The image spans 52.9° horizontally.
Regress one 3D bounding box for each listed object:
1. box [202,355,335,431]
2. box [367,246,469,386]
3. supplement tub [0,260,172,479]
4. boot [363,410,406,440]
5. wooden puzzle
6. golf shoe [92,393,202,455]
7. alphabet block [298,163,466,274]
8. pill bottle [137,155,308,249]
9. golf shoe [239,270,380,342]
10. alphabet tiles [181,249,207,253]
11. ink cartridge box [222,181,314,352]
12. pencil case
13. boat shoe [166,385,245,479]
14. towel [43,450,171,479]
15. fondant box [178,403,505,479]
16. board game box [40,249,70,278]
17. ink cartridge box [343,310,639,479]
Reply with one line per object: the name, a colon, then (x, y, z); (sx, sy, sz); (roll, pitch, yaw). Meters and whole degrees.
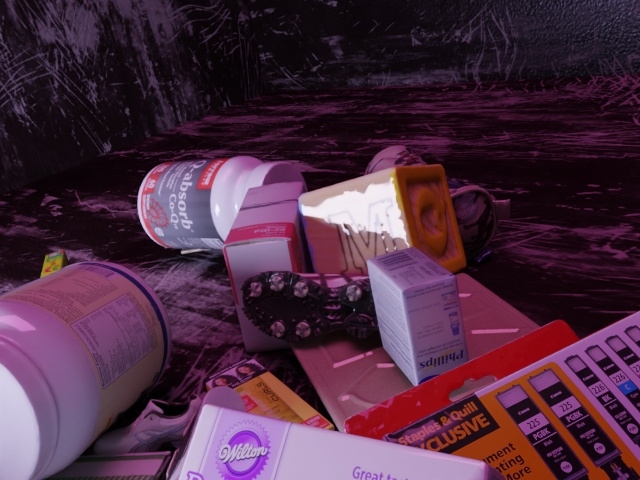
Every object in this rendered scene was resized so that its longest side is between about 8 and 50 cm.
box: (-0.074, 0.239, 0.874); (0.087, 0.058, 0.232); (-22, 25, -26)
box: (0.121, 0.094, 0.808); (0.072, 0.137, 0.126); (-15, 19, -10)
supplement tub: (-0.369, 0.173, 0.872); (0.236, 0.235, 0.325); (-6, 10, 13)
boot: (0.071, 0.297, 0.634); (0.190, 0.076, 0.208); (28, 47, 9)
wooden puzzle: (0.143, 0.169, 0.921); (0.322, 0.080, 0.348); (-17, 19, -13)
golf shoe: (-0.234, 0.252, 0.887); (0.176, 0.086, 0.069); (-13, 25, 1)
alphabet block: (0.108, -0.014, 1.104); (0.197, 0.193, 0.192); (-14, 0, 36)
pill bottle: (-0.219, -0.083, 1.451); (0.363, 0.210, 0.210); (0, 25, 35)
golf shoe: (0.012, 0.096, 0.975); (0.273, 0.105, 0.120); (2, 5, 23)
alphabet tiles: (-0.221, -0.045, 1.669); (0.343, 0.011, 0.285); (-9, 23, 6)
ink cartridge box: (-0.078, 0.034, 1.160); (0.117, 0.207, 0.283); (-7, 24, 7)
pencil case: (0.222, -0.088, 1.366); (0.184, 0.159, 0.410); (-7, 22, -13)
boat shoe: (-0.146, 0.286, 0.781); (0.078, 0.070, 0.219); (29, 43, -12)
towel: (-0.331, 0.368, 0.729); (0.248, 0.038, 0.325); (-6, 25, 15)
fondant box: (-0.019, 0.300, 0.438); (0.238, 0.096, 0.330); (2, 62, 30)
board game box: (-0.568, 0.097, 1.401); (0.043, 0.092, 0.181); (-16, 23, -12)
ink cartridge box: (0.214, 0.198, 0.596); (0.310, 0.130, 0.271); (-21, 54, -19)
